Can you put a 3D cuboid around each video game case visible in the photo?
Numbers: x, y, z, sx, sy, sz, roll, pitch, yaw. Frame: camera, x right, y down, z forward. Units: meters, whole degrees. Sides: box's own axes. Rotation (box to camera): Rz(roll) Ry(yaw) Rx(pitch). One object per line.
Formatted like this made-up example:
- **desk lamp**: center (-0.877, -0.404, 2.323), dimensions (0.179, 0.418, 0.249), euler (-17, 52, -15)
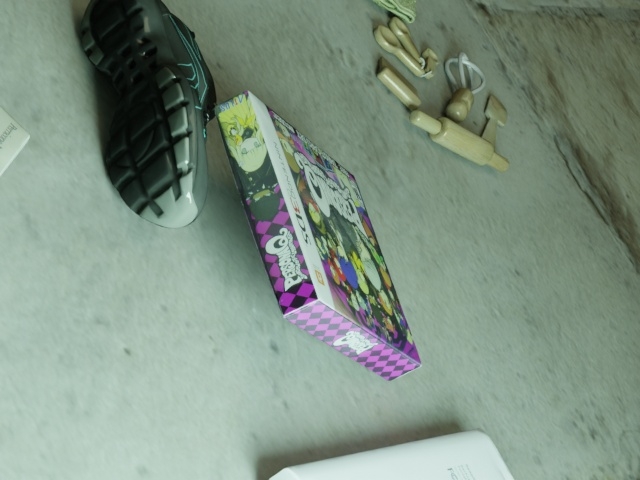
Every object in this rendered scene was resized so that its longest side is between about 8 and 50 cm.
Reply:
- **video game case**: center (0.000, 0.000, 1.703), dimensions (0.232, 0.042, 0.210), euler (36, 31, -59)

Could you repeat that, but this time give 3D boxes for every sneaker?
- **sneaker**: center (-0.125, -0.115, 1.659), dimensions (0.106, 0.101, 0.267), euler (27, 37, -43)

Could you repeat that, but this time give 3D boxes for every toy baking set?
- **toy baking set**: center (0.152, -0.166, 2.213), dimensions (0.256, 0.030, 0.197), euler (28, 36, -38)

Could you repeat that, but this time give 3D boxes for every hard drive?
- **hard drive**: center (0.098, 0.267, 1.607), dimensions (0.319, 0.040, 0.210), euler (-2, 58, -57)

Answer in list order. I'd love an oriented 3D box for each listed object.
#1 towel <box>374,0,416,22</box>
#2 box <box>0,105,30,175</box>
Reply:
- **towel**: center (0.066, -0.325, 2.275), dimensions (0.110, 0.027, 0.148), euler (31, 34, -37)
- **box**: center (-0.341, -0.120, 1.342), dimensions (0.275, 0.094, 0.113), euler (44, 29, -14)
